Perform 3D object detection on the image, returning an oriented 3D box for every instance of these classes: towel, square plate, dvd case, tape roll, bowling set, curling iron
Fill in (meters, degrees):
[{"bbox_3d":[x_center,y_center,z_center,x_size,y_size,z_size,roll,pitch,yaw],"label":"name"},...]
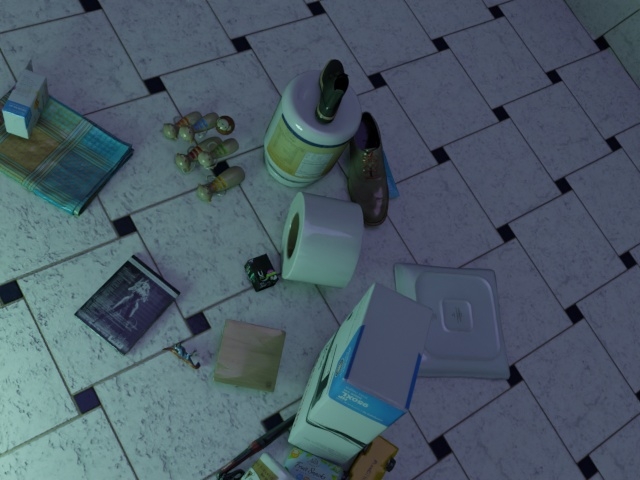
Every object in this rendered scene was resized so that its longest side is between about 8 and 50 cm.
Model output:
[{"bbox_3d":[-0.736,-0.256,1.905,0.370,0.040,0.272,32,60,-3],"label":"towel"},{"bbox_3d":[0.395,0.231,2.075,0.343,0.049,0.348,5,65,-18],"label":"square plate"},{"bbox_3d":[-0.495,0.164,1.813,0.164,0.018,0.221,38,61,2],"label":"dvd case"},{"bbox_3d":[0.000,0.000,1.928,0.169,0.246,0.246,11,64,-14],"label":"tape roll"},{"bbox_3d":[-0.331,-0.278,1.971,0.154,0.200,0.287,-33,77,-27],"label":"bowling set"},{"bbox_3d":[-0.149,0.526,1.762,0.274,0.035,0.068,-39,88,-28],"label":"curling iron"}]

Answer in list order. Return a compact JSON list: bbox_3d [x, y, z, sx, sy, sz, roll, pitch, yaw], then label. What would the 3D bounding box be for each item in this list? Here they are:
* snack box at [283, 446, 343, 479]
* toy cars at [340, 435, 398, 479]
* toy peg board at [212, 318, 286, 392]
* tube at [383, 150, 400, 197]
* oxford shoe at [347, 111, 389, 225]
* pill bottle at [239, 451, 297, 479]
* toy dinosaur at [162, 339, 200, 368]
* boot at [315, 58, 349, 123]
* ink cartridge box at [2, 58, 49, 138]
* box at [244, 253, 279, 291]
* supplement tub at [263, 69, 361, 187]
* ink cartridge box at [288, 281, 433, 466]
[{"bbox_3d":[-0.026,0.585,1.737,0.141,0.037,0.100,15,55,26],"label":"snack box"},{"bbox_3d":[0.129,0.688,1.761,0.176,0.087,0.394,-5,72,-8],"label":"toy cars"},{"bbox_3d":[-0.189,0.301,1.837,0.161,0.079,0.161,14,79,-12],"label":"toy peg board"},{"bbox_3d":[0.186,-0.228,2.209,0.080,0.052,0.207,-12,75,-7],"label":"tube"},{"bbox_3d":[0.138,-0.218,2.116,0.122,0.130,0.349,-8,77,0],"label":"oxford shoe"},{"bbox_3d":[-0.159,0.625,1.645,0.131,0.131,0.229,43,76,3],"label":"pill bottle"},{"bbox_3d":[-0.346,0.298,1.805,0.090,0.047,0.082,-23,84,8],"label":"toy dinosaur"},{"bbox_3d":[0.048,-0.419,1.828,0.076,0.137,0.198,12,63,-14],"label":"boot"},{"bbox_3d":[-0.774,-0.377,1.869,0.061,0.104,0.182,18,62,-9],"label":"ink cartridge box"},{"bbox_3d":[-0.164,0.089,1.941,0.062,0.052,0.083,-19,74,-27],"label":"box"},{"bbox_3d":[-0.035,-0.307,2.011,0.228,0.316,0.229,7,65,-16],"label":"supplement tub"},{"bbox_3d":[0.090,0.334,1.702,0.166,0.395,0.286,26,50,-4],"label":"ink cartridge box"}]
